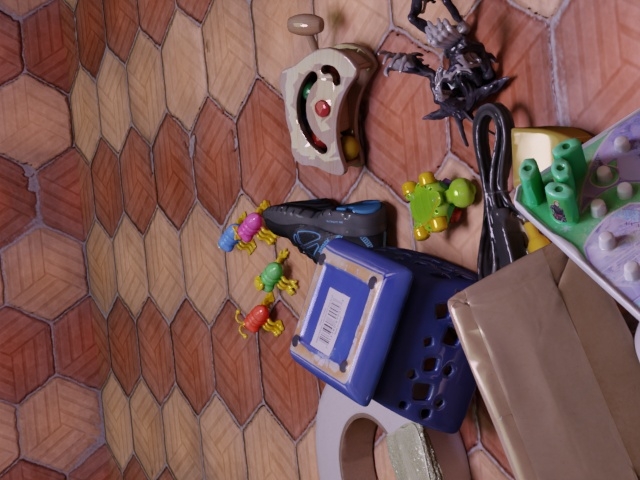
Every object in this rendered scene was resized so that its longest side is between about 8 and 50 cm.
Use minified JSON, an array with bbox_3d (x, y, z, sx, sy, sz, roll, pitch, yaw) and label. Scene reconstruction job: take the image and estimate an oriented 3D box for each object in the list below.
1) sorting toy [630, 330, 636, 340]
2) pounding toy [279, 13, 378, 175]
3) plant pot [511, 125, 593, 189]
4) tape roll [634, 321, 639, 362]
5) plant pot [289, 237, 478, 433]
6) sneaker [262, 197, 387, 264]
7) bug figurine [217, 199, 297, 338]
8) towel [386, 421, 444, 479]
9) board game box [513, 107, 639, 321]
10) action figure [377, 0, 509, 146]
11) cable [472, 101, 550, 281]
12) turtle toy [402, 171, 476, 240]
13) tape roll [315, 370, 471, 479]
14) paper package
[{"bbox_3d":[0.380,0.150,1.422,0.083,0.012,0.062,-27,76,56],"label":"sorting toy"},{"bbox_3d":[0.036,-0.256,1.904,0.154,0.155,0.270,-2,105,33],"label":"pounding toy"},{"bbox_3d":[0.304,-0.108,1.444,0.083,0.081,0.081,2,98,50],"label":"plant pot"},{"bbox_3d":[0.443,0.072,1.057,0.246,0.246,0.169,54,138,42],"label":"tape roll"},{"bbox_3d":[0.099,0.129,1.658,0.236,0.212,0.236,26,98,55],"label":"plant pot"},{"bbox_3d":[0.000,0.000,1.962,0.341,0.125,0.140,10,109,62],"label":"sneaker"},{"bbox_3d":[-0.137,0.050,2.270,0.216,0.072,0.279,-54,50,51],"label":"bug figurine"},{"bbox_3d":[0.147,0.355,1.723,0.110,0.027,0.148,-45,57,54],"label":"towel"},{"bbox_3d":[0.424,-0.050,0.952,0.390,0.390,0.050,50,169,44],"label":"board game box"},{"bbox_3d":[0.166,-0.272,1.598,0.164,0.141,0.276,-27,70,47],"label":"action figure"},{"bbox_3d":[0.258,-0.042,1.552,0.139,0.072,0.287,-30,66,60],"label":"cable"},{"bbox_3d":[0.180,-0.057,1.684,0.130,0.066,0.095,-29,72,58],"label":"turtle toy"},{"bbox_3d":[0.113,0.386,1.889,0.392,0.072,0.392,21,114,58],"label":"tape roll"},{"bbox_3d":[0.285,0.185,1.258,0.325,0.168,0.310,38,-150,-70],"label":"paper package"}]
